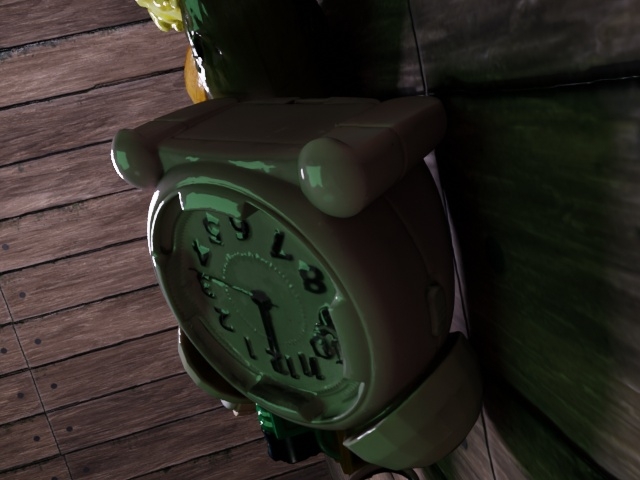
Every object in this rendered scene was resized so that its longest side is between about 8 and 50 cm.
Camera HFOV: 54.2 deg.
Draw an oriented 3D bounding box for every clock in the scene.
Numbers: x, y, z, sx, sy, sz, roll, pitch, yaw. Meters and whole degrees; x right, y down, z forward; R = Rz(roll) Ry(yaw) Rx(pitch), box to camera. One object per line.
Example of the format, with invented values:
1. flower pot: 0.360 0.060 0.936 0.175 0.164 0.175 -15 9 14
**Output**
1. clock: -0.020 0.037 0.590 0.342 0.184 0.325 13 121 42

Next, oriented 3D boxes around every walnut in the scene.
1. walnut: -0.274 -0.467 1.715 0.336 0.209 0.209 95 159 -65

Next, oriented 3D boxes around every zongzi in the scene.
1. zongzi: -0.072 -0.268 0.769 0.323 0.160 0.360 69 -173 -50

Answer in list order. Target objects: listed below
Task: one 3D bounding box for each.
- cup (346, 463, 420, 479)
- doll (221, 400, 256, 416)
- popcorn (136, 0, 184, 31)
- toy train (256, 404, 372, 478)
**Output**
1. cup: 0.088 0.425 0.821 0.191 0.200 0.253 91 163 -64
2. doll: -0.146 0.247 1.329 0.154 0.119 0.278 -122 41 -49
3. popcorn: -0.234 -0.519 1.188 0.237 0.293 0.293 16 129 39
4. toy train: -0.018 0.175 0.918 0.178 0.249 0.429 -127 23 -69
